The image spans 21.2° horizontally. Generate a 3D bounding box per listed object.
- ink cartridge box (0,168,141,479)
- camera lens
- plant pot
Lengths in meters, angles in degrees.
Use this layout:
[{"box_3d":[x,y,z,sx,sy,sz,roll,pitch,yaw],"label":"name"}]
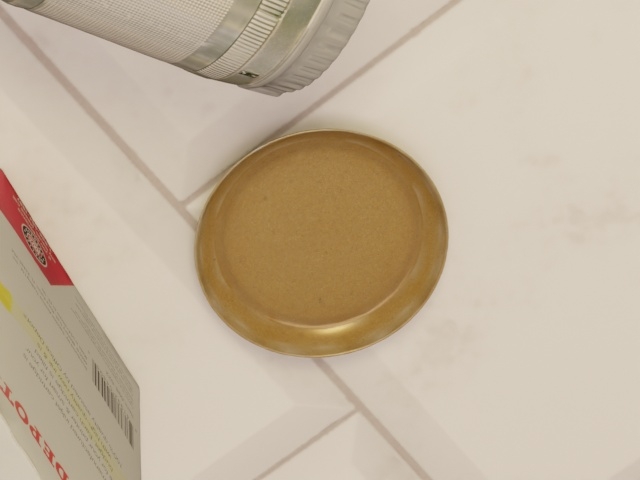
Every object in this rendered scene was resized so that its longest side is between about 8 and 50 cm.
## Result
[{"box_3d":[-0.276,0.155,1.432,0.160,0.384,0.279,-25,117,5],"label":"ink cartridge box"},{"box_3d":[-0.112,-0.252,1.330,0.274,0.219,0.219,19,113,-27],"label":"camera lens"},{"box_3d":[0.000,0.000,1.590,0.236,0.032,0.236,-3,116,-7],"label":"plant pot"}]
